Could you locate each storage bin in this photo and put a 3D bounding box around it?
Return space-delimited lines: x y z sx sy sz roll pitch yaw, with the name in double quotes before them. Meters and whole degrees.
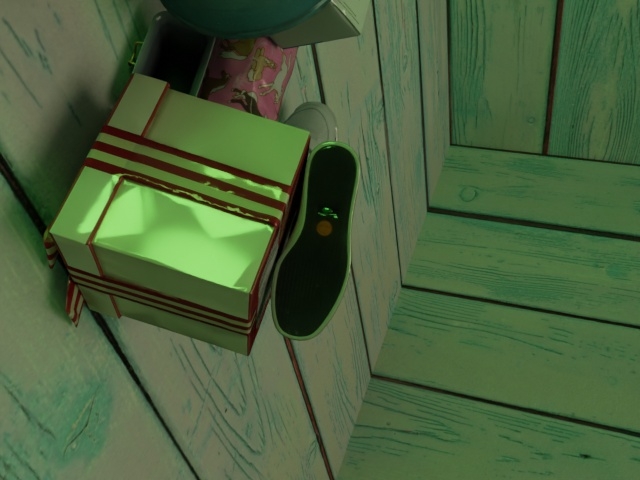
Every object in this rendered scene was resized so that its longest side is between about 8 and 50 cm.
"storage bin" -0.204 -0.219 0.972 0.091 0.098 0.135 130 -24 -72

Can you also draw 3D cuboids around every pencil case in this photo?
"pencil case" -0.112 -0.251 1.099 0.167 0.160 0.386 35 65 -53

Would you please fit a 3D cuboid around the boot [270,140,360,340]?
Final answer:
"boot" 0.000 0.000 0.933 0.176 0.088 0.244 -63 167 -87

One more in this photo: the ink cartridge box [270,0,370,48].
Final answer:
"ink cartridge box" 0.003 -0.368 0.993 0.082 0.139 0.191 33 66 -48

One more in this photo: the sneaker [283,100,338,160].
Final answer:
"sneaker" -0.054 -0.141 1.279 0.210 0.137 0.366 100 13 -61

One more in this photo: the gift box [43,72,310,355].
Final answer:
"gift box" -0.176 -0.009 0.898 0.276 0.258 0.255 106 3 -58

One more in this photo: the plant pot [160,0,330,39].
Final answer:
"plant pot" -0.105 -0.416 0.821 0.255 0.271 0.272 68 35 -68
